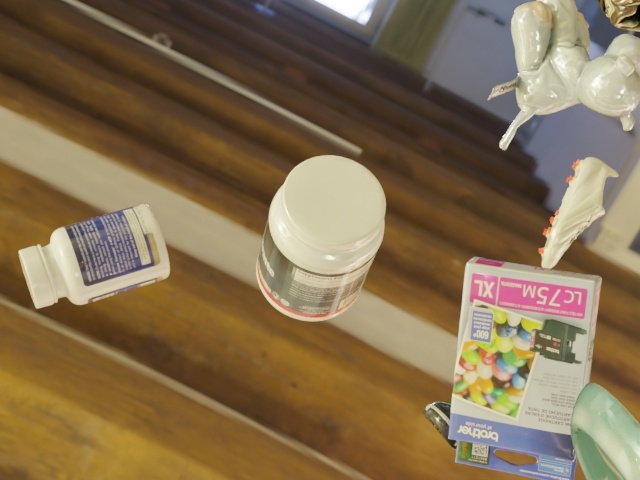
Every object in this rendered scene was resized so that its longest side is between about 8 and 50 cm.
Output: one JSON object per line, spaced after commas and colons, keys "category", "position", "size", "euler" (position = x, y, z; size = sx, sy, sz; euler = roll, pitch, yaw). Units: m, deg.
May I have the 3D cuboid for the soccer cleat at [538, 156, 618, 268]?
{"category": "soccer cleat", "position": [0.414, -0.039, 1.947], "size": [0.076, 0.196, 0.068], "euler": [24, 180, 4]}

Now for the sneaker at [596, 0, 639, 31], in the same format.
{"category": "sneaker", "position": [0.248, -0.215, 0.983], "size": [0.188, 0.071, 0.066], "euler": [41, 171, 26]}

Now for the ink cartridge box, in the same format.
{"category": "ink cartridge box", "position": [0.284, 0.191, 1.710], "size": [0.186, 0.311, 0.065], "euler": [8, -168, 20]}

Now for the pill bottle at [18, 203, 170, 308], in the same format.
{"category": "pill bottle", "position": [-0.311, 0.026, 1.659], "size": [0.187, 0.112, 0.112], "euler": [-17, -146, -17]}

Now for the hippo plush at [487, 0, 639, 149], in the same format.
{"category": "hippo plush", "position": [0.478, -0.325, 2.203], "size": [0.237, 0.234, 0.294], "euler": [12, -139, 41]}

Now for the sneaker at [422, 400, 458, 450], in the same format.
{"category": "sneaker", "position": [0.238, 0.269, 1.883], "size": [0.084, 0.097, 0.235], "euler": [48, -169, 26]}

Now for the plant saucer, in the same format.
{"category": "plant saucer", "position": [0.364, 0.309, 1.351], "size": [0.317, 0.044, 0.317], "euler": [61, 176, 7]}

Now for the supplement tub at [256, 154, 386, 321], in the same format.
{"category": "supplement tub", "position": [0.000, 0.000, 2.023], "size": [0.191, 0.272, 0.191], "euler": [5, -121, -8]}
